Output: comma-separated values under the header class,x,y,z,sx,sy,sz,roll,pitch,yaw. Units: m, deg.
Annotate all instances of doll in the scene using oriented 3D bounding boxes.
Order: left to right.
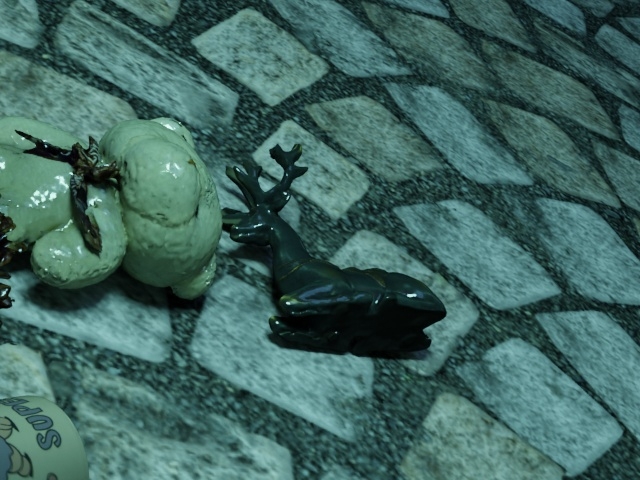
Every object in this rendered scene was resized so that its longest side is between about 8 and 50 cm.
class,x,y,z,sx,sy,sz,roll,pitch,yaw
doll,-0.206,-0.040,1.195,0.278,0.149,0.175,-1,74,-29

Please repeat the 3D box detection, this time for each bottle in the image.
class,x,y,z,sx,sy,sz,roll,pitch,yaw
bottle,-0.244,0.147,0.862,0.097,0.110,0.209,14,12,37

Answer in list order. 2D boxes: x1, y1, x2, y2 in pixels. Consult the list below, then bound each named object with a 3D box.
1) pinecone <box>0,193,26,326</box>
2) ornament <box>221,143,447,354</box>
class,x,y,z,sx,sy,sz,roll,pitch,yaw
pinecone,-0.275,0.019,1.029,0.121,0.140,0.140,59,19,-22
ornament,0.000,0.000,1.396,0.202,0.080,0.236,5,38,-37
